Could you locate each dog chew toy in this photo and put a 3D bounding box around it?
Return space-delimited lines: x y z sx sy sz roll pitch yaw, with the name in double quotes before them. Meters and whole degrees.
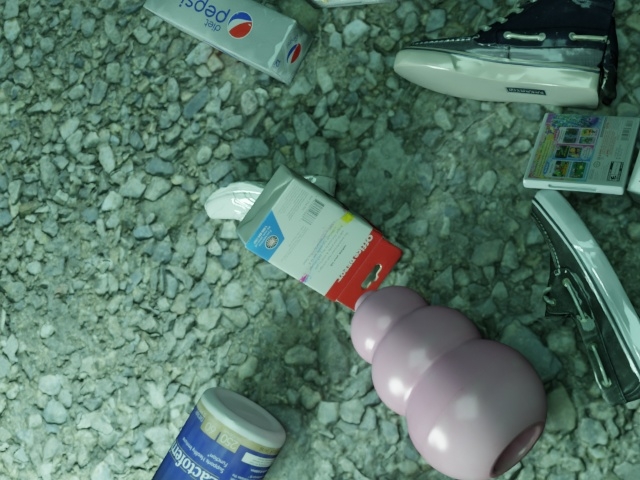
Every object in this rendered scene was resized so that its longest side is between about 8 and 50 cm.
"dog chew toy" 0.170 0.192 1.611 0.332 0.206 0.207 44 99 29

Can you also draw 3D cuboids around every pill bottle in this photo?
"pill bottle" -0.181 0.380 1.746 0.153 0.153 0.265 33 95 23

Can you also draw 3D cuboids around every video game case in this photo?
"video game case" 0.385 -0.130 1.614 0.143 0.019 0.157 6 47 23

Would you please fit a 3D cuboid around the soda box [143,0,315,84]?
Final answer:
"soda box" -0.158 -0.373 1.880 0.286 0.091 0.098 29 93 23

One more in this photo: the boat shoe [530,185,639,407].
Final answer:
"boat shoe" 0.374 0.082 1.578 0.119 0.121 0.335 -30 74 11

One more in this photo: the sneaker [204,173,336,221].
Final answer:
"sneaker" -0.084 -0.042 1.805 0.232 0.090 0.115 -6 83 22

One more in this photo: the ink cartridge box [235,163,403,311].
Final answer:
"ink cartridge box" 0.000 0.000 1.728 0.134 0.231 0.078 -54 26 7

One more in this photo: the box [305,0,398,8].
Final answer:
"box" 0.088 -0.486 1.815 0.231 0.056 0.183 0 82 23

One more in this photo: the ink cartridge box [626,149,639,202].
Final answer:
"ink cartridge box" 0.536 -0.134 1.567 0.139 0.082 0.191 18 88 24

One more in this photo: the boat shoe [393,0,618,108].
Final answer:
"boat shoe" 0.290 -0.302 1.681 0.340 0.127 0.158 10 80 15
